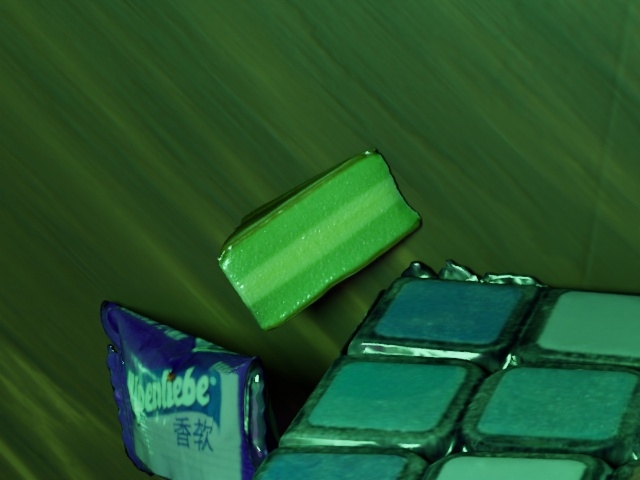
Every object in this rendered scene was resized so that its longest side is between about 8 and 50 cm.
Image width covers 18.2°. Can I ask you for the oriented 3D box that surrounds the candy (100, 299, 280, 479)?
[{"bbox_3d":[-0.087,0.131,1.431,0.275,0.070,0.145,17,119,58],"label":"candy"}]

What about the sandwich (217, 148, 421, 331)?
[{"bbox_3d":[0.000,0.000,1.393,0.116,0.074,0.074,-28,102,29],"label":"sandwich"}]

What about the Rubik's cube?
[{"bbox_3d":[0.164,0.253,1.288,0.362,0.359,0.363,2,114,18],"label":"Rubik's cube"}]
